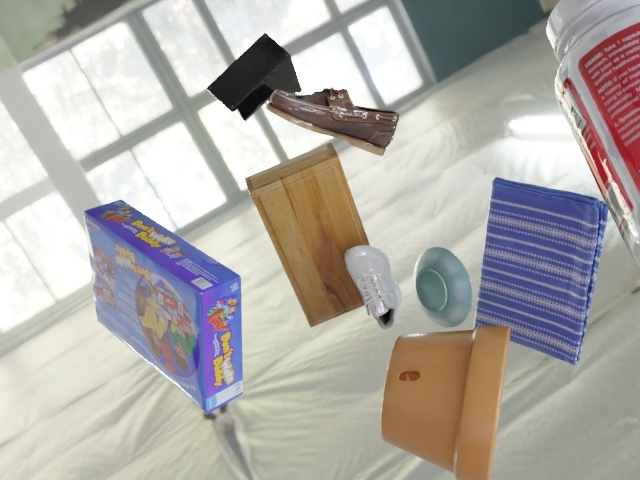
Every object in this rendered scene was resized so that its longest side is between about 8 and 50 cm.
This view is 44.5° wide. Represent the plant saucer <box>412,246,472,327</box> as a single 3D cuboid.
[{"bbox_3d":[0.273,0.113,1.835,0.037,0.195,0.195,-11,-176,-34],"label":"plant saucer"}]

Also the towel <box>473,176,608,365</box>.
[{"bbox_3d":[0.421,0.056,1.536,0.243,0.336,0.040,18,-158,39],"label":"towel"}]

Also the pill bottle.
[{"bbox_3d":[0.473,-0.180,1.100,0.229,0.229,0.408,-24,-119,17],"label":"pill bottle"}]

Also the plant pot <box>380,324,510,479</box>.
[{"bbox_3d":[0.229,0.290,1.440,0.203,0.291,0.291,7,-152,14],"label":"plant pot"}]

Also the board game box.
[{"bbox_3d":[-0.270,0.102,1.324,0.078,0.233,0.347,-23,-142,-38],"label":"board game box"}]

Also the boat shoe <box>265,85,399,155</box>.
[{"bbox_3d":[0.021,-0.184,1.119,0.073,0.207,0.073,-64,-144,19],"label":"boat shoe"}]

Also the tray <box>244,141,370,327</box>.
[{"bbox_3d":[0.000,0.000,1.762,0.203,0.411,0.076,-22,-143,0],"label":"tray"}]

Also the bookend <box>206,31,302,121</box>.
[{"bbox_3d":[-0.125,-0.297,1.532,0.156,0.072,0.157,-45,164,-5],"label":"bookend"}]

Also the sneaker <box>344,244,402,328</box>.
[{"bbox_3d":[0.122,0.108,1.729,0.090,0.232,0.115,-20,-141,21],"label":"sneaker"}]
